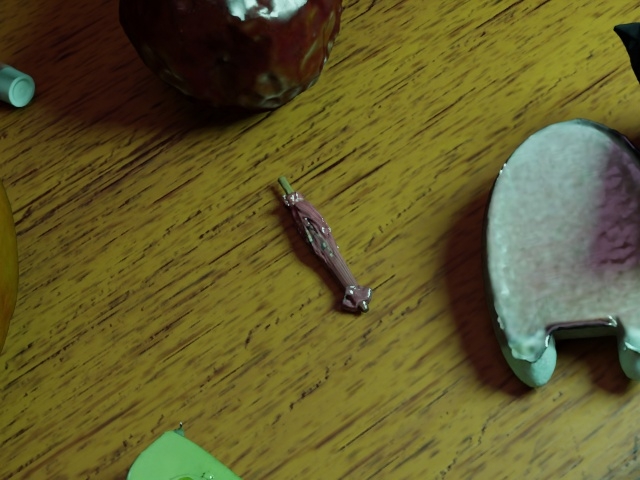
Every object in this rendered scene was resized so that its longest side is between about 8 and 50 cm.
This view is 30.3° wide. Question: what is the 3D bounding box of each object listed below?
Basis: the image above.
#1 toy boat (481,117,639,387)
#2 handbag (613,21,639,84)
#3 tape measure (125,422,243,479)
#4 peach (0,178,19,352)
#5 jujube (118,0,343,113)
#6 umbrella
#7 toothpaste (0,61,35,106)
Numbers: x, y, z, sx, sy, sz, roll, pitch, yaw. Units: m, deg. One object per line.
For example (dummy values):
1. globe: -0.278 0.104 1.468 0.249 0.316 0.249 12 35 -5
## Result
1. toy boat: 0.210 0.011 0.956 0.155 0.085 0.227 -7 64 16
2. handbag: 0.356 -0.064 0.936 0.254 0.089 0.211 14 51 -17
3. tape measure: -0.079 0.242 0.810 0.200 0.106 0.175 29 50 25
4. peach: -0.404 0.020 0.890 0.342 0.302 0.343 1 62 -2
5. jujube: -0.083 -0.234 1.108 0.212 0.213 0.232 -1 49 9
6. umbrella: 0.000 0.000 1.023 0.027 0.025 0.165 -13 51 -28
7. toothpaste: -0.377 -0.184 1.220 0.205 0.036 0.056 23 63 29
